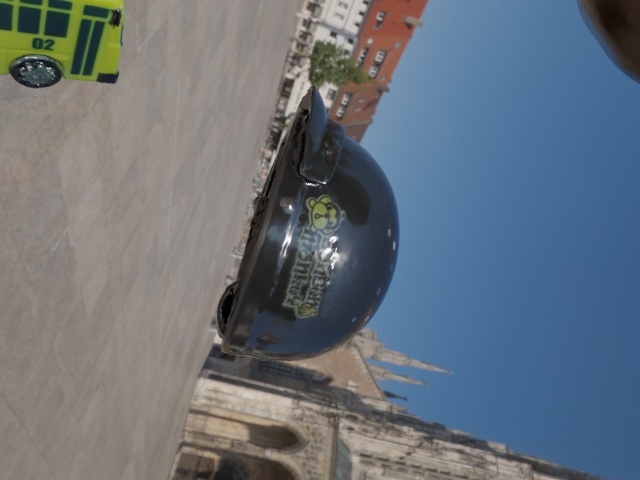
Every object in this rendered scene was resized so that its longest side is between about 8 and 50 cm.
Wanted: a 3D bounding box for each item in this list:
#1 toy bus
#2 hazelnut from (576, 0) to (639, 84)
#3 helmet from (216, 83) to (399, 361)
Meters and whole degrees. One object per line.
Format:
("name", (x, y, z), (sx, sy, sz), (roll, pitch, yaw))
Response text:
("toy bus", (-0.321, -0.234, 0.392), (0.150, 0.262, 0.128), (-37, -107, 46))
("hazelnut", (0.281, -0.172, 0.273), (0.218, 0.234, 0.218), (-49, 160, -24))
("helmet", (0.000, 0.000, 0.452), (0.230, 0.160, 0.278), (-139, -109, -80))
